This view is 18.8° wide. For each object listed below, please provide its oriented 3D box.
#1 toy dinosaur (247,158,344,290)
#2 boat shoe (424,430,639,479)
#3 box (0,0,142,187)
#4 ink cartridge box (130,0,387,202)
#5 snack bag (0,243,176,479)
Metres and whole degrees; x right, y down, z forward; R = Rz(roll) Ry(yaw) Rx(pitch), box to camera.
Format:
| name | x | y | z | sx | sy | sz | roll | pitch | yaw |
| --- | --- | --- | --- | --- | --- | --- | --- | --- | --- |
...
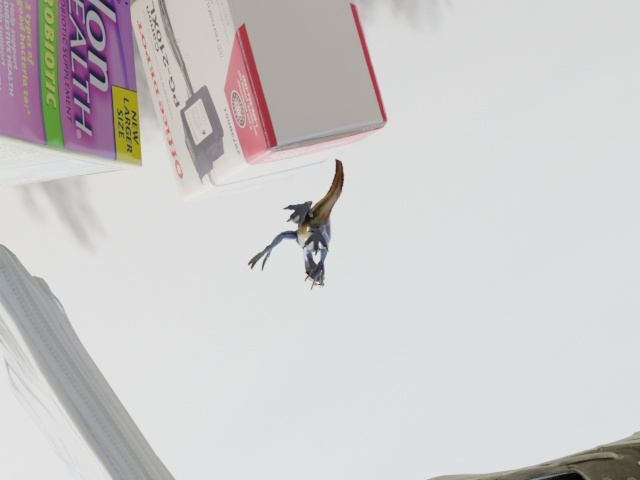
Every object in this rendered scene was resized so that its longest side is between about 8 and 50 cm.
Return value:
| name | x | y | z | sx | sy | sz | roll | pitch | yaw |
| --- | --- | --- | --- | --- | --- | --- | --- | --- | --- |
| toy dinosaur | 0.000 | 0.000 | 1.229 | 0.090 | 0.047 | 0.082 | -45 | 169 | 2 |
| boat shoe | 0.225 | 0.230 | 1.569 | 0.335 | 0.121 | 0.119 | -11 | -176 | 0 |
| box | -0.226 | -0.154 | 1.246 | 0.117 | 0.213 | 0.243 | -7 | 173 | 20 |
| ink cartridge box | -0.054 | -0.135 | 1.468 | 0.100 | 0.172 | 0.237 | -14 | 177 | -21 |
| snack bag | -0.057 | 0.151 | 0.880 | 0.037 | 0.323 | 0.342 | -33 | 171 | -12 |
